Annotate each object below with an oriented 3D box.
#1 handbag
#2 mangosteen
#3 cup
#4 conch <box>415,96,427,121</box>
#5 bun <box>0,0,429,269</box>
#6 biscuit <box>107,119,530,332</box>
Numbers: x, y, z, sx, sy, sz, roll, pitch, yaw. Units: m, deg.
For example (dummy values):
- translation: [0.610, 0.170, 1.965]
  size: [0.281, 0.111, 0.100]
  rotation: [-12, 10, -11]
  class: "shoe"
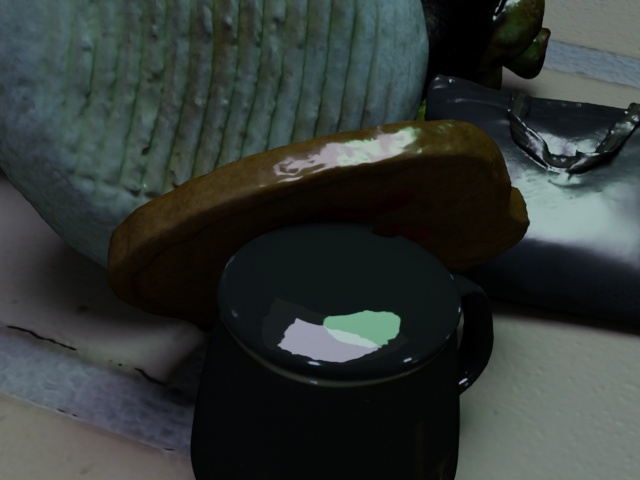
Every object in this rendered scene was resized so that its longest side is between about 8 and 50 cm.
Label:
- translation: [0.190, -0.034, 1.277]
  size: [0.254, 0.088, 0.211]
  rotation: [10, 57, 10]
  class: "handbag"
- translation: [0.073, -0.224, 1.477]
  size: [0.287, 0.287, 0.233]
  rotation: [-9, 73, -15]
  class: "mangosteen"
- translation: [0.024, 0.080, 1.028]
  size: [0.223, 0.176, 0.169]
  rotation: [-27, 44, -34]
  class: "cup"
- translation: [0.103, -0.079, 1.381]
  size: [0.074, 0.089, 0.121]
  rotation: [37, 57, -10]
  class: "conch"
- translation: [-0.102, -0.142, 1.241]
  size: [0.362, 0.362, 0.211]
  rotation: [-15, 19, -23]
  class: "bun"
- translation: [0.000, 0.002, 1.115]
  size: [0.273, 0.257, 0.049]
  rotation: [-17, 68, 13]
  class: "biscuit"
